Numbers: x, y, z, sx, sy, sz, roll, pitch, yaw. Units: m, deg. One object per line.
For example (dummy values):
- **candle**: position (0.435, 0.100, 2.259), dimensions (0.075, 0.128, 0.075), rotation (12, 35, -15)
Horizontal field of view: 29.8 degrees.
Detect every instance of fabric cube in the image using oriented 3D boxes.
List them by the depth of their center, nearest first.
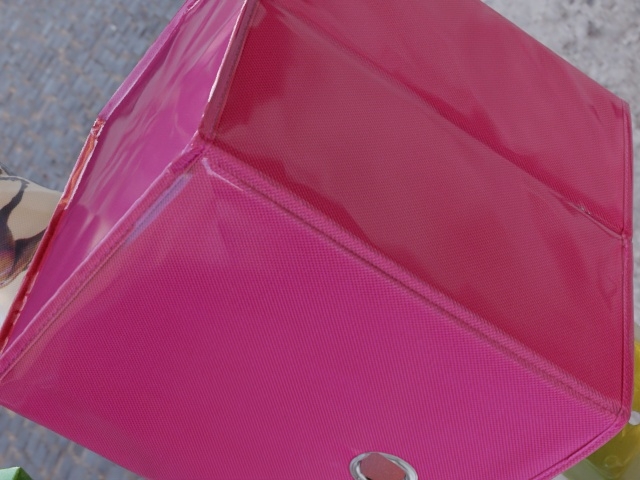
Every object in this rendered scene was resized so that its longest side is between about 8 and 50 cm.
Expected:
- **fabric cube**: position (0.000, 0.000, 0.700), dimensions (0.254, 0.258, 0.259), rotation (-41, 25, 40)

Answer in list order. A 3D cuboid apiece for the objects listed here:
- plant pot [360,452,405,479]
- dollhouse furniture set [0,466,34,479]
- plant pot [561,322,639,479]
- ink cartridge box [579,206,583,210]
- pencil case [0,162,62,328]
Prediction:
- **plant pot**: position (0.107, 0.087, 1.260), dimensions (0.235, 0.267, 0.267), rotation (49, 131, 5)
- **dollhouse furniture set**: position (-0.488, 0.425, 1.548), dimensions (0.302, 0.151, 0.197), rotation (-11, 42, 29)
- **plant pot**: position (0.349, 0.197, 1.438), dimensions (0.212, 0.187, 0.212), rotation (38, 90, 28)
- **ink cartridge box**: position (0.200, -0.099, 1.567), dimensions (0.117, 0.201, 0.278), rotation (-41, 46, -2)
- **pencil case**: position (-0.176, 0.079, 1.011), dimensions (0.183, 0.410, 0.160), rotation (-66, 8, -31)
